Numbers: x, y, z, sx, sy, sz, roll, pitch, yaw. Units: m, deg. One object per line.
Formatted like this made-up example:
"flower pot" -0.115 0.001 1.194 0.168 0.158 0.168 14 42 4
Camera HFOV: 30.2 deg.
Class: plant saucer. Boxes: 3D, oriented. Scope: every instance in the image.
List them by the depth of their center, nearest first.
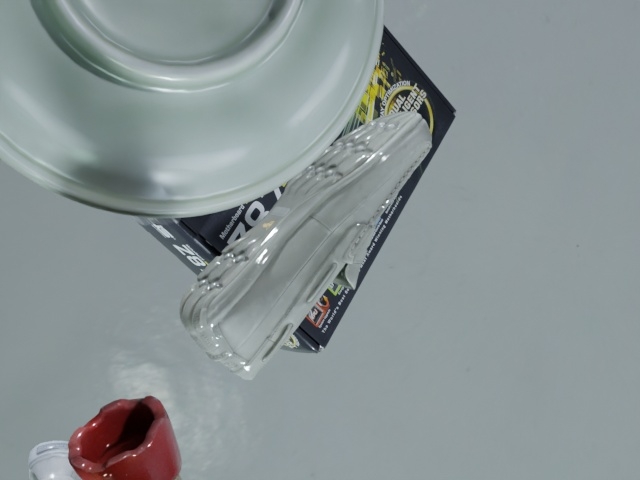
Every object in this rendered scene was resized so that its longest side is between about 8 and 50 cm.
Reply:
"plant saucer" -0.124 -0.221 0.955 0.400 0.100 0.400 1 85 -17

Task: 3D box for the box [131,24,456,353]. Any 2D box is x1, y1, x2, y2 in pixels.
"box" -0.030 -0.111 1.450 0.318 0.097 0.395 45 64 -27

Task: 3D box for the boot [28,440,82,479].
"boot" -0.324 0.373 1.527 0.095 0.258 0.123 -10 51 -3

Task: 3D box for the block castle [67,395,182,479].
"block castle" -0.275 0.308 0.839 0.303 0.453 0.213 -11 120 22

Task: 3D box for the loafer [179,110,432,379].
"loafer" 0.000 0.000 1.180 0.319 0.112 0.111 -45 113 -10
